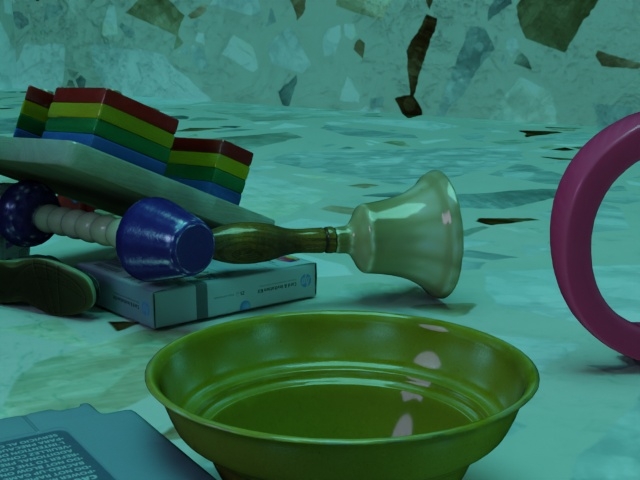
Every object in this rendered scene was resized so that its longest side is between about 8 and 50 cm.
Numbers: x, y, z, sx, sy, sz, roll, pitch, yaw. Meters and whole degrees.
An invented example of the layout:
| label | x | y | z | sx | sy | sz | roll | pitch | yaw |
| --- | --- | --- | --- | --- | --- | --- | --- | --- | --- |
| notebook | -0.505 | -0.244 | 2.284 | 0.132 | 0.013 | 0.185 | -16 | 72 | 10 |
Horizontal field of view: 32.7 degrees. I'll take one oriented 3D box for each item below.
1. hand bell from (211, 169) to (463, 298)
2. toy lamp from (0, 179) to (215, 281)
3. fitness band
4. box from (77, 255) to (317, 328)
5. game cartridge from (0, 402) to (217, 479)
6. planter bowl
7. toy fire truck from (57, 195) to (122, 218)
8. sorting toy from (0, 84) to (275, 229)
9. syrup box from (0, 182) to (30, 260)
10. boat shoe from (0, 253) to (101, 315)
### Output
| label | x | y | z | sx | sy | sz | roll | pitch | yaw |
| --- | --- | --- | --- | --- | --- | --- | --- | --- | --- |
| hand bell | 0.000 | 0.000 | 1.029 | 0.242 | 0.126 | 0.126 | -3 | 13 | -16 |
| toy lamp | -0.203 | -0.012 | 1.023 | 0.275 | 0.080 | 0.080 | 13 | 18 | 43 |
| fitness band | 0.324 | -0.004 | 0.868 | 0.291 | 0.209 | 0.054 | -1 | 11 | -8 |
| box | -0.120 | 0.038 | 1.066 | 0.186 | 0.038 | 0.145 | -11 | 17 | -39 |
| game cartridge | -0.197 | 0.152 | 0.521 | 0.294 | 0.060 | 0.196 | -8 | 11 | -31 |
| planter bowl | 0.011 | 0.111 | 0.616 | 0.217 | 0.090 | 0.217 | 1 | 13 | 0 |
| toy fire truck | -0.244 | -0.035 | 1.368 | 0.192 | 0.047 | 0.135 | 0 | 12 | -1 |
| sorting toy | -0.212 | -0.086 | 1.134 | 0.255 | 0.089 | 0.257 | 8 | -9 | 46 |
| syrup box | -0.439 | -0.014 | 1.161 | 0.237 | 0.096 | 0.093 | 1 | 12 | 7 |
| boat shoe | -0.261 | 0.035 | 1.033 | 0.152 | 0.056 | 0.049 | 8 | 20 | 32 |
